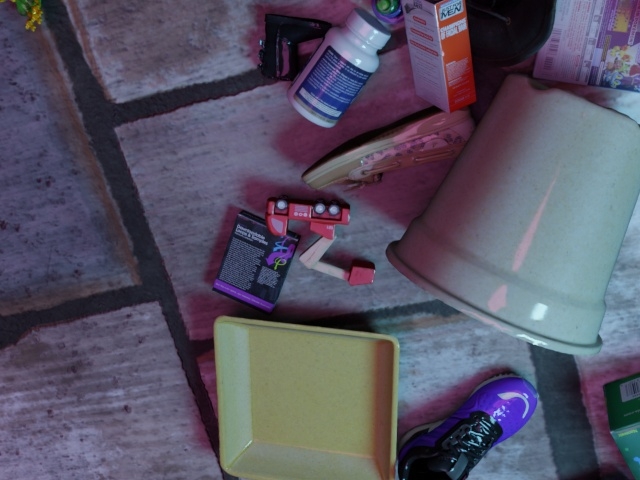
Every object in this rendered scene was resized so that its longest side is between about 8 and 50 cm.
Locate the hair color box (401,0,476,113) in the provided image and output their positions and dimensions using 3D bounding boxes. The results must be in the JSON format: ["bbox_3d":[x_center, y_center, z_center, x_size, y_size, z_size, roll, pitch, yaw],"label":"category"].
[{"bbox_3d":[0.170,-0.278,1.160,0.053,0.093,0.167,-27,128,-14],"label":"hair color box"}]

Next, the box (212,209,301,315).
[{"bbox_3d":[-0.113,0.040,1.422,0.116,0.029,0.162,24,115,5],"label":"box"}]

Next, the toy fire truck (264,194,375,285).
[{"bbox_3d":[0.000,0.000,1.349,0.191,0.047,0.135,5,103,0],"label":"toy fire truck"}]

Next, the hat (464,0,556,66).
[{"bbox_3d":[0.252,-0.392,1.068,0.133,0.331,0.332,-24,105,-18],"label":"hat"}]

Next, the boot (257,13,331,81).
[{"bbox_3d":[-0.042,-0.299,1.267,0.121,0.045,0.099,12,110,19],"label":"boot"}]

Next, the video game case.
[{"bbox_3d":[0.412,-0.318,1.145,0.183,0.023,0.202,11,111,12],"label":"video game case"}]

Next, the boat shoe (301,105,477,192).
[{"bbox_3d":[0.107,-0.129,1.256,0.285,0.104,0.089,-20,106,19],"label":"boat shoe"}]

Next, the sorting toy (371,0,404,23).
[{"bbox_3d":[-0.008,-0.449,1.159,0.365,0.126,0.127,45,114,-3],"label":"sorting toy"}]

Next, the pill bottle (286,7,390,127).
[{"bbox_3d":[0.030,-0.264,1.232,0.094,0.094,0.169,38,115,0],"label":"pill bottle"}]

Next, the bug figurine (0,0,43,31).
[{"bbox_3d":[-0.484,-0.485,1.309,0.279,0.072,0.216,45,121,-9],"label":"bug figurine"}]

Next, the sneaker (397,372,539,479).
[{"bbox_3d":[0.246,0.346,1.368,0.293,0.146,0.102,-41,95,25],"label":"sneaker"}]

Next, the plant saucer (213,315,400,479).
[{"bbox_3d":[-0.020,0.287,1.458,0.332,0.081,0.333,5,111,13],"label":"plant saucer"}]

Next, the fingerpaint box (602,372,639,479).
[{"bbox_3d":[0.721,0.328,1.219,0.444,0.163,0.371,-26,101,23],"label":"fingerpaint box"}]

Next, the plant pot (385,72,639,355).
[{"bbox_3d":[0.302,-0.055,1.134,0.333,0.334,0.306,24,104,6],"label":"plant pot"}]
